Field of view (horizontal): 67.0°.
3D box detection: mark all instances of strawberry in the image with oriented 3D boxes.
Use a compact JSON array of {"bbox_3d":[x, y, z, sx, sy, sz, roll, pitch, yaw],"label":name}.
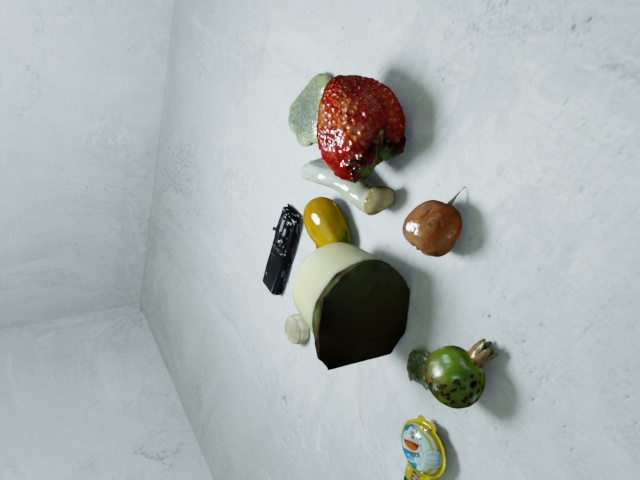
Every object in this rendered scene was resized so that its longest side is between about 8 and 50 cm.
[{"bbox_3d":[0.095,-0.328,1.374,0.238,0.250,0.289,-37,83,49],"label":"strawberry"}]

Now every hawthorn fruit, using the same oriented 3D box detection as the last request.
[{"bbox_3d":[0.293,-0.045,1.248,0.149,0.149,0.189,49,137,37],"label":"hawthorn fruit"}]

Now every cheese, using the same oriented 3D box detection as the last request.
[{"bbox_3d":[0.298,0.646,1.433,0.177,0.069,0.271,27,118,49],"label":"cheese"}]

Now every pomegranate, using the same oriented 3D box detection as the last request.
[{"bbox_3d":[0.360,0.334,1.236,0.205,0.159,0.159,-48,55,18],"label":"pomegranate"}]

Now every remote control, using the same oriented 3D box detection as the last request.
[{"bbox_3d":[-0.163,0.049,1.973,0.144,0.062,0.399,46,131,39],"label":"remote control"}]

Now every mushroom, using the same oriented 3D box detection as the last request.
[{"bbox_3d":[0.087,-0.174,1.511,0.328,0.159,0.122,41,168,40],"label":"mushroom"}]

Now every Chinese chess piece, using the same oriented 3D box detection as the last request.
[{"bbox_3d":[-0.095,0.357,1.946,0.122,0.051,0.122,10,102,52],"label":"Chinese chess piece"}]

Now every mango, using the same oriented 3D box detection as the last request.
[{"bbox_3d":[0.022,-0.044,1.649,0.151,0.120,0.221,-37,74,49],"label":"mango"}]

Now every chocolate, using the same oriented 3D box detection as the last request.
[{"bbox_3d":[0.070,0.174,1.481,0.297,0.313,0.326,25,119,59],"label":"chocolate"}]

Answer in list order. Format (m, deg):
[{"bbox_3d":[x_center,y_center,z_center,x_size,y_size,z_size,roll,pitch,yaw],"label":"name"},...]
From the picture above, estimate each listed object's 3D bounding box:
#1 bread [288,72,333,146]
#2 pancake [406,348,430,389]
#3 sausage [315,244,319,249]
[{"bbox_3d":[-0.029,-0.440,1.705,0.286,0.056,0.208,-42,61,51],"label":"bread"},{"bbox_3d":[0.301,0.377,1.420,0.129,0.022,0.116,16,106,53],"label":"pancake"},{"bbox_3d":[0.000,0.000,1.754,0.039,0.041,0.131,-14,85,33],"label":"sausage"}]
